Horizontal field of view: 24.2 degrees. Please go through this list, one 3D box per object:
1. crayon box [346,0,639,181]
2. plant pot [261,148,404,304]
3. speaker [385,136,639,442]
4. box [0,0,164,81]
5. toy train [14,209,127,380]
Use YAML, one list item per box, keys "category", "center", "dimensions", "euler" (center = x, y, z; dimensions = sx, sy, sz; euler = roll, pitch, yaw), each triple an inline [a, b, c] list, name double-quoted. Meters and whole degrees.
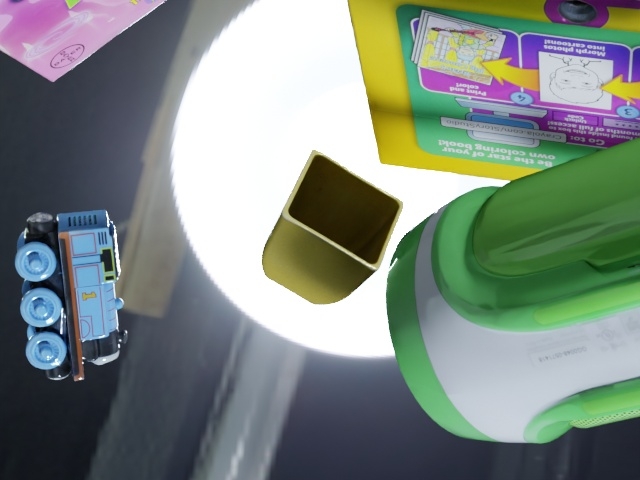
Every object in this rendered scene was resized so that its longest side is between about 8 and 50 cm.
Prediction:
- category: "crayon box"
  center: [0.216, -0.156, 1.208]
  dimensions: [0.363, 0.313, 0.106]
  euler: [9, -115, 13]
- category: "plant pot"
  center: [0.000, 0.000, 1.109]
  dimensions: [0.083, 0.081, 0.081]
  euler: [-53, -171, 43]
- category: "speaker"
  center: [0.175, 0.005, 0.630]
  dimensions: [0.296, 0.131, 0.131]
  euler: [-19, -110, 37]
- category: "box"
  center: [-0.209, -0.262, 1.228]
  dimensions: [0.213, 0.243, 0.117]
  euler: [-35, -103, 5]
- category: "toy train"
  center: [-0.259, 0.057, 1.552]
  dimensions: [0.080, 0.105, 0.184]
  euler: [-115, -159, -70]
